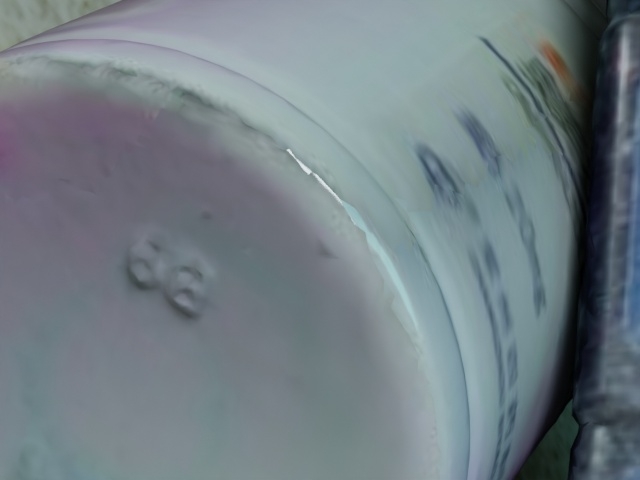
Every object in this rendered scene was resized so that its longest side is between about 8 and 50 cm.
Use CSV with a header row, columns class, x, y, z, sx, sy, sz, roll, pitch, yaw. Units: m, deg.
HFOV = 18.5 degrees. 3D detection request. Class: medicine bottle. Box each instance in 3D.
class,x,y,z,sx,sy,sz,roll,pitch,yaw
medicine bottle,0.000,0.000,0.500,0.152,0.152,0.254,61,28,-5

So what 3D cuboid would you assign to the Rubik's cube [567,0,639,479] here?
class,x,y,z,sx,sy,sz,roll,pitch,yaw
Rubik's cube,0.243,0.045,0.496,0.304,0.305,0.301,44,49,-56
